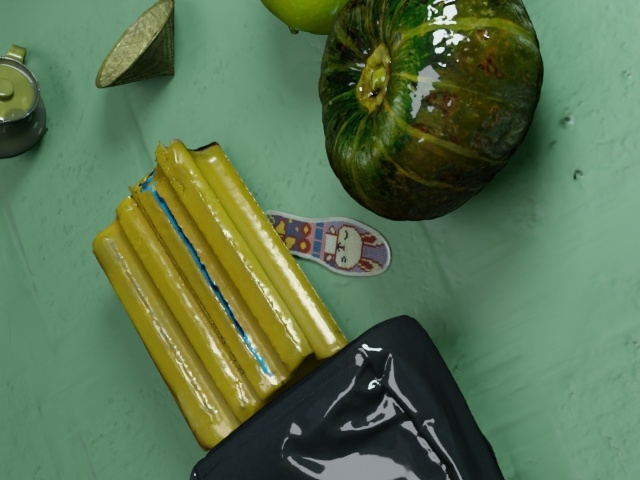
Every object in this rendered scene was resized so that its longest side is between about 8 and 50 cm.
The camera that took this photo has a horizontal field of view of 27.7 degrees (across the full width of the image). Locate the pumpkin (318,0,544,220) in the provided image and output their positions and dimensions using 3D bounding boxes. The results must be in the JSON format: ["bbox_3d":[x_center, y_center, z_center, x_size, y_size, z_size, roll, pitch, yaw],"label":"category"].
[{"bbox_3d":[0.118,-0.149,1.283,0.260,0.189,0.260,-21,65,57],"label":"pumpkin"}]

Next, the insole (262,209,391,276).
[{"bbox_3d":[0.000,0.000,1.477,0.197,0.004,0.065,14,99,36],"label":"insole"}]

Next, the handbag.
[{"bbox_3d":[0.053,0.259,1.334,0.302,0.178,0.275,-40,83,29],"label":"handbag"}]

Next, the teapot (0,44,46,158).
[{"bbox_3d":[-0.423,-0.191,1.729,0.119,0.130,0.165,132,153,-61],"label":"teapot"}]

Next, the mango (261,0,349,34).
[{"bbox_3d":[0.012,-0.362,1.383,0.175,0.143,0.293,13,89,35],"label":"mango"}]

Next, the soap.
[{"bbox_3d":[-0.124,0.060,1.512,0.204,0.096,0.324,-47,64,31],"label":"soap"}]

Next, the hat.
[{"bbox_3d":[-0.206,-0.225,1.602,0.146,0.067,0.146,-38,27,24],"label":"hat"}]
